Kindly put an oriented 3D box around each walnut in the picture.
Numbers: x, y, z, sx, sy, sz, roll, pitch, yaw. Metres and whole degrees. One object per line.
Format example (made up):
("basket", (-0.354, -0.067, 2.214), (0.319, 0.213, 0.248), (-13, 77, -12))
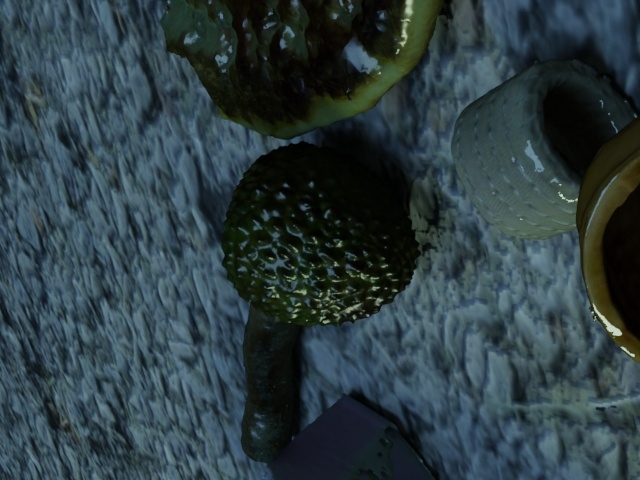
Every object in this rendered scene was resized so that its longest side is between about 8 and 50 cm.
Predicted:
("walnut", (0.231, -0.013, 0.810), (0.087, 0.167, 0.211), (-120, 11, -56))

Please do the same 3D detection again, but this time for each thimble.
("thimble", (0.157, -0.061, 0.878), (0.115, 0.102, 0.090), (30, 151, -20))

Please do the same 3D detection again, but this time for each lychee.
("lychee", (0.000, 0.000, 1.066), (0.171, 0.171, 0.171), (30, 138, 32))

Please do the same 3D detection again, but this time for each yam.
("yam", (-0.052, 0.133, 1.317), (0.061, 0.061, 0.252), (34, 139, 28))

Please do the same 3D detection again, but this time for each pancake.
("pancake", (-0.021, -0.236, 0.999), (0.305, 0.067, 0.426), (46, 146, 26))

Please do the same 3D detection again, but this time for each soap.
("soap", (0.041, 0.388, 1.328), (0.261, 0.156, 0.446), (28, 137, 34))
